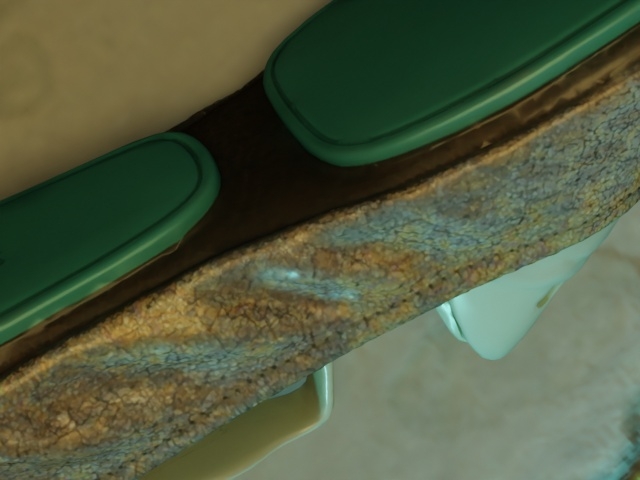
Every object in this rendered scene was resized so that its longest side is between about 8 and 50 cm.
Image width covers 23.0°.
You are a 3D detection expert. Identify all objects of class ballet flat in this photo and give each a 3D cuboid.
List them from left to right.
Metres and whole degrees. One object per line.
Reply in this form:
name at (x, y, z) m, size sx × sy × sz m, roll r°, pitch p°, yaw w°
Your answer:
ballet flat at (0.000, 0.000, 0.445) m, size 0.316 × 0.107 × 0.106 m, roll -27°, pitch 125°, yaw 3°
